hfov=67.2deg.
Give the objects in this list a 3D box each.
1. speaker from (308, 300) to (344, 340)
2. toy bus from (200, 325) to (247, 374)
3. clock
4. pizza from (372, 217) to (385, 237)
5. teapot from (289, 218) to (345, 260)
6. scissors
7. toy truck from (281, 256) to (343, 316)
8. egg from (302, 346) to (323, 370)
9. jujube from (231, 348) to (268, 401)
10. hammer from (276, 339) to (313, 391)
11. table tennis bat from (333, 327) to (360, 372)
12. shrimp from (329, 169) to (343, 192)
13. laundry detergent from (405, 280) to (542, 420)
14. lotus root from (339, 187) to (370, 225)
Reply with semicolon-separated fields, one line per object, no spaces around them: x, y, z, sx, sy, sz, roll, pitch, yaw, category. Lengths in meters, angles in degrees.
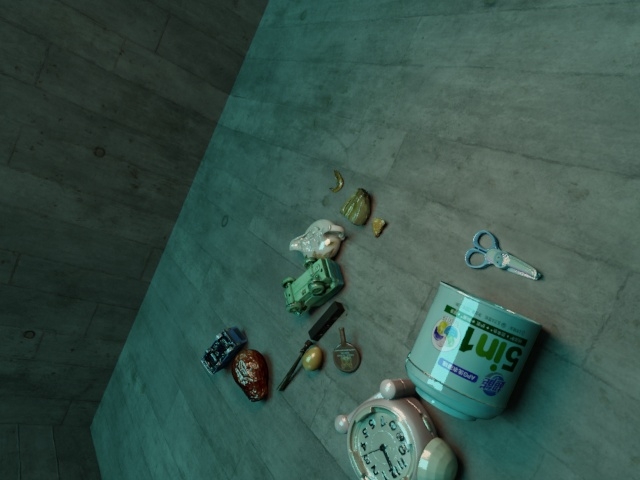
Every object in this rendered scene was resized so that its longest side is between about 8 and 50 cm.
0.022;0.330;1.964;0.191;0.040;0.046;-52;40;22;speaker
-0.481;0.548;2.405;0.116;0.133;0.234;46;114;17;toy bus
0.225;0.635;1.471;0.342;0.183;0.326;-51;45;30;clock
0.235;-0.056;1.891;0.078;0.025;0.084;-21;65;50;pizza
0.000;0.000;2.063;0.298;0.139;0.205;-30;50;41;teapot
0.548;0.059;1.450;0.256;0.030;0.125;35;103;54;scissors
-0.038;0.193;2.005;0.279;0.156;0.155;-43;45;31;toy truck
-0.029;0.473;1.929;0.097;0.080;0.080;-57;39;9;egg
-0.309;0.609;2.167;0.168;0.168;0.237;-43;60;30;jujube
-0.113;0.530;2.009;0.027;0.125;0.297;35;115;13;hammer
0.111;0.409;1.848;0.107;0.119;0.170;-10;88;21;table tennis bat
0.065;-0.270;2.200;0.083;0.023;0.115;-45;47;33;shrimp
0.400;0.306;1.311;0.287;0.287;0.306;26;94;52;laundry detergent
0.161;-0.138;1.985;0.144;0.070;0.143;-60;32;19;lotus root
